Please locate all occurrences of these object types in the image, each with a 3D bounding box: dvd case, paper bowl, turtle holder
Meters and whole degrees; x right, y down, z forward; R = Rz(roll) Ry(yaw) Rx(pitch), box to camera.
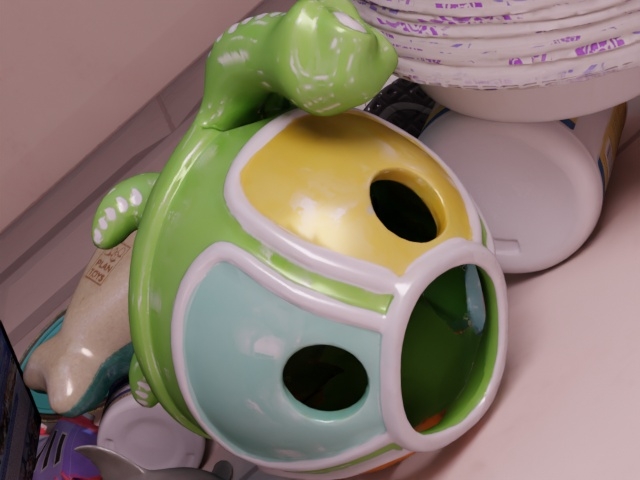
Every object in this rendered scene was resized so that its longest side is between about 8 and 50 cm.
[{"bbox_3d":[-0.275,0.195,1.155,0.253,0.022,0.180,96,178,-64],"label":"dvd case"},{"bbox_3d":[0.151,-0.186,0.936,0.284,0.148,0.284,-11,32,7],"label":"paper bowl"},{"bbox_3d":[0.012,0.007,0.916,0.227,0.243,0.320,21,99,43],"label":"turtle holder"}]

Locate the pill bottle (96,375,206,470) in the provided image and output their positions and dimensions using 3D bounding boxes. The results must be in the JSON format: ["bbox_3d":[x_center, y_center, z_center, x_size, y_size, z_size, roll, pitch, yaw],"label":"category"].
[{"bbox_3d":[-0.145,0.144,1.237,0.094,0.094,0.169,-38,18,13],"label":"pill bottle"}]

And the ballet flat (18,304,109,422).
[{"bbox_3d":[-0.186,0.073,1.506,0.348,0.123,0.123,-44,17,-4],"label":"ballet flat"}]

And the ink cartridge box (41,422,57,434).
[{"bbox_3d":[-0.409,0.235,1.509,0.212,0.093,0.154,-40,-9,9],"label":"ink cartridge box"}]

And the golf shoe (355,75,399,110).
[{"bbox_3d":[0.124,-0.204,1.517,0.140,0.115,0.306,-11,39,40],"label":"golf shoe"}]

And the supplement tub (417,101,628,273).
[{"bbox_3d":[0.157,-0.084,1.052,0.144,0.144,0.199,-29,21,36],"label":"supplement tub"}]

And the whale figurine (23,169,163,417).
[{"bbox_3d":[-0.131,0.053,1.187,0.272,0.141,0.216,-49,30,-13],"label":"whale figurine"}]

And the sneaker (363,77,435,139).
[{"bbox_3d":[0.036,-0.063,1.343,0.286,0.109,0.130,-46,14,-16],"label":"sneaker"}]

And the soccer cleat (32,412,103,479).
[{"bbox_3d":[-0.255,0.224,1.329,0.248,0.083,0.095,-16,45,56],"label":"soccer cleat"}]

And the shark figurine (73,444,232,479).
[{"bbox_3d":[-0.177,0.225,1.087,0.278,0.116,0.166,-34,17,18],"label":"shark figurine"}]
